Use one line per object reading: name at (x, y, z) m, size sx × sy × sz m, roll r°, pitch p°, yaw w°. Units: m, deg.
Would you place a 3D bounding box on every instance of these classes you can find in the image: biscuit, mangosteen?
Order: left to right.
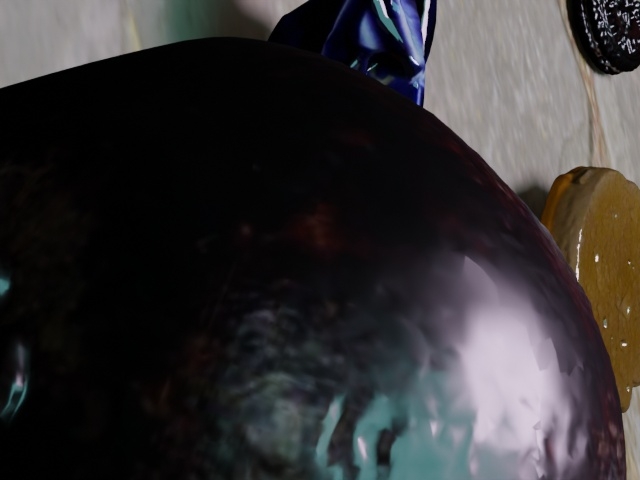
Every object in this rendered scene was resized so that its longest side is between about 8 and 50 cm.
mangosteen at (-0.045, 0.092, 0.592) m, size 0.313 × 0.297 × 0.297 m, roll 82°, pitch 20°, yaw -52°
biscuit at (0.178, 0.036, 1.161) m, size 0.170 × 0.050 × 0.170 m, roll 0°, pitch 90°, yaw -58°
biscuit at (0.209, -0.163, 1.277) m, size 0.087 × 0.027 × 0.089 m, roll -38°, pitch 114°, yaw -53°

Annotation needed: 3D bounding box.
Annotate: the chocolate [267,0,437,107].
chocolate at (0.003, -0.004, 0.849) m, size 0.148 × 0.126 × 0.343 m, roll 108°, pitch -20°, yaw -73°
